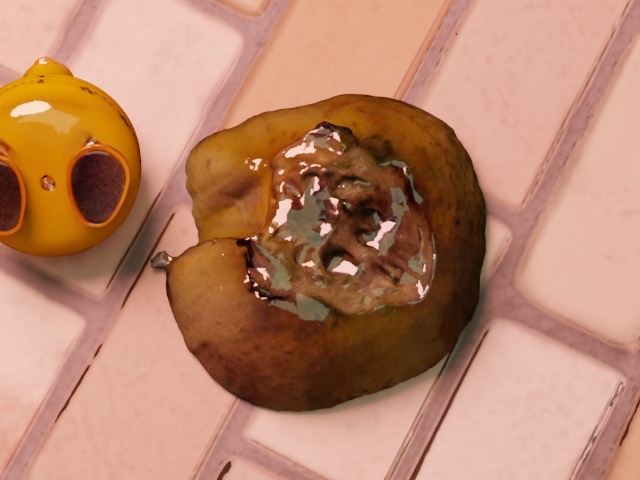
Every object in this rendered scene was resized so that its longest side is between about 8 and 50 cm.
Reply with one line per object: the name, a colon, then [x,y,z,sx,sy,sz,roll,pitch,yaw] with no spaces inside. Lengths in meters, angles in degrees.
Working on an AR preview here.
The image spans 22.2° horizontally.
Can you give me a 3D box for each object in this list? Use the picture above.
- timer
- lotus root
timer: [-0.157,-0.048,0.948,0.107,0.109,0.107,-2,109,-5]
lotus root: [0.004,-0.001,0.945,0.204,0.078,0.183,-21,80,-5]
